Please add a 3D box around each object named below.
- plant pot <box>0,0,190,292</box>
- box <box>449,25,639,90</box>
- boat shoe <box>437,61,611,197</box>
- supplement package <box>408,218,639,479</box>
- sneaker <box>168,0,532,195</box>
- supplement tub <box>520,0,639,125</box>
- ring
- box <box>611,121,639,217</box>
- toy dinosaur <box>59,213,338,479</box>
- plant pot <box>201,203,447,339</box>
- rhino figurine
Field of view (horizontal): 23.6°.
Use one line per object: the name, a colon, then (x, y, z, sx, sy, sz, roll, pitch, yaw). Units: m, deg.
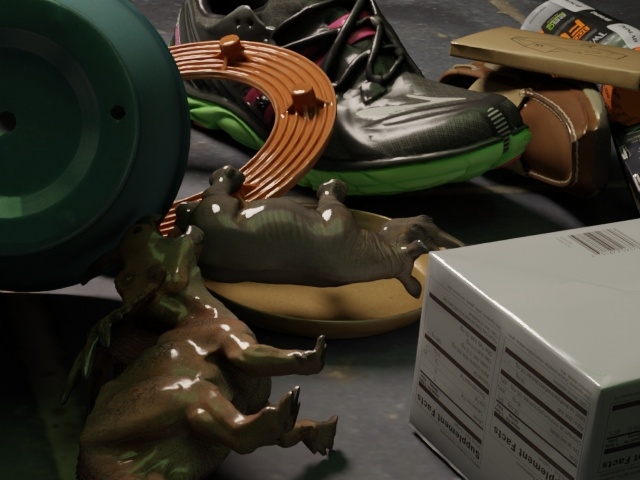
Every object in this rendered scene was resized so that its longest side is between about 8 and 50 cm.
plant pot: (-0.227, -0.084, 1.146, 0.272, 0.271, 0.255, 1, 4, -8)
box: (0.256, -0.190, 1.586, 0.201, 0.021, 0.164, 14, 18, 24)
boat shoe: (0.204, -0.119, 1.603, 0.120, 0.122, 0.324, -6, 17, -11)
supplement package: (0.228, 0.094, 1.074, 0.262, 0.145, 0.204, -8, 27, -28)
sneaker: (0.003, -0.178, 1.573, 0.483, 0.202, 0.185, 25, 31, 38)
supplement tub: (0.324, -0.208, 1.806, 0.117, 0.117, 0.190, -7, 26, -25)
ring: (-0.150, -0.101, 1.434, 0.337, 0.032, 0.336, -10, 36, 8)
box: (0.474, -0.091, 1.374, 0.395, 0.097, 0.318, -19, 16, 9)
toy dinosaur: (-0.104, 0.110, 1.008, 0.200, 0.127, 0.295, 11, 29, 12)
plant pot: (-0.002, 0.028, 1.318, 0.236, 0.032, 0.236, 4, 25, -2)
rhino figurine: (0.000, 0.000, 1.253, 0.243, 0.073, 0.106, 6, 30, -4)
